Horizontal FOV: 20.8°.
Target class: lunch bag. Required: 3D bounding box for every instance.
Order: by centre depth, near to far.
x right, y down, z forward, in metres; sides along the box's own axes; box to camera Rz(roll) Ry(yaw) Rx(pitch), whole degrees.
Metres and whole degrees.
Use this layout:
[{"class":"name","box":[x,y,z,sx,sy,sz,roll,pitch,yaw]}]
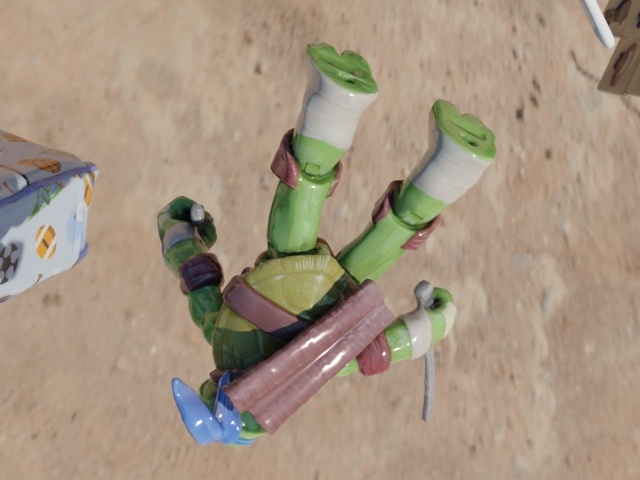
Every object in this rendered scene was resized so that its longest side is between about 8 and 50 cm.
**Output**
[{"class":"lunch bag","box":[-0.349,-0.030,1.521,0.243,0.303,0.115,16,107,19]}]

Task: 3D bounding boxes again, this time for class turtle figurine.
[{"class":"turtle figurine","box":[0.000,0.000,1.199,0.198,0.274,0.266,40,116,22]}]

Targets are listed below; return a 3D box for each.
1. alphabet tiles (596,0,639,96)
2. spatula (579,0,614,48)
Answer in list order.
[{"class":"alphabet tiles","box":[0.367,-0.255,1.579,0.011,0.342,0.285,25,90,-22]},{"class":"spatula","box":[0.096,-0.221,0.996,0.019,0.168,0.242,-31,125,1]}]
